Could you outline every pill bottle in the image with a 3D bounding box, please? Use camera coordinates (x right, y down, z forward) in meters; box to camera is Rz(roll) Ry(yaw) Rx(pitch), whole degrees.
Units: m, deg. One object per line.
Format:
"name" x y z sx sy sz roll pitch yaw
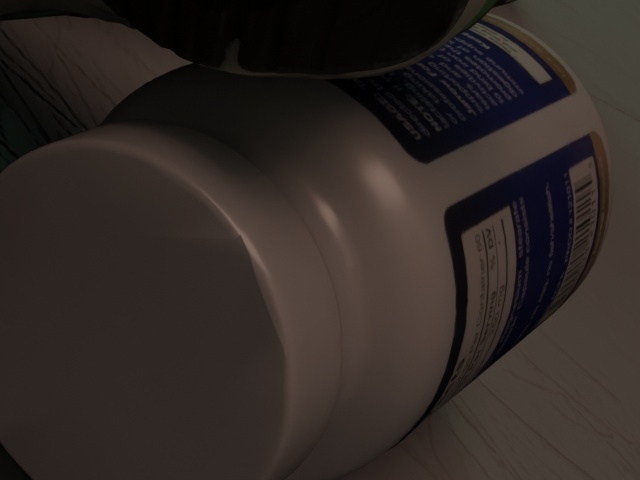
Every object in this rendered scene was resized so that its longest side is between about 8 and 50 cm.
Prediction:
"pill bottle" 0.000 0.000 0.531 0.153 0.153 0.265 49 31 9

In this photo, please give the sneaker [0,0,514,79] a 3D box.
"sneaker" -0.039 -0.137 0.529 0.182 0.158 0.410 -1 19 -41
